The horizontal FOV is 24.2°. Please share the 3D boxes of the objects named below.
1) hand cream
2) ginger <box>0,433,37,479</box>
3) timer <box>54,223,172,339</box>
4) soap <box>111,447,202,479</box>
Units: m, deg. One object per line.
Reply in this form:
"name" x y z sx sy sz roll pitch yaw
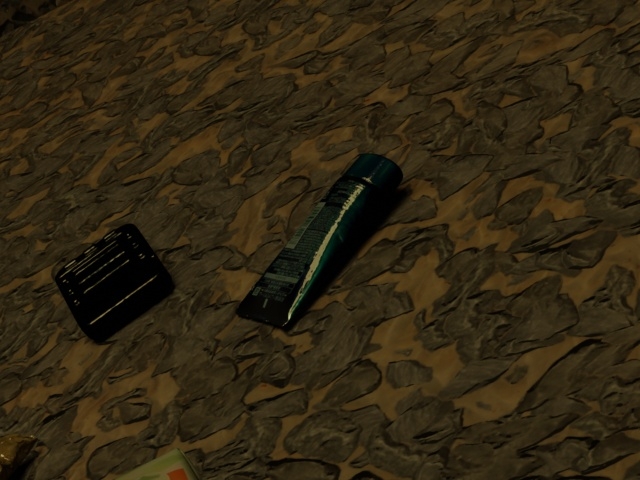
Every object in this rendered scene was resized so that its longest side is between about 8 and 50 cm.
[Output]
"hand cream" 0.000 0.000 1.925 0.270 0.061 0.120 -50 31 -20
"ginger" -0.452 0.321 1.865 0.133 0.059 0.214 -12 33 41
"timer" -0.294 0.058 2.128 0.144 0.055 0.187 -37 33 -4
"soap" -0.177 0.332 1.468 0.199 0.138 0.182 -25 29 -7
